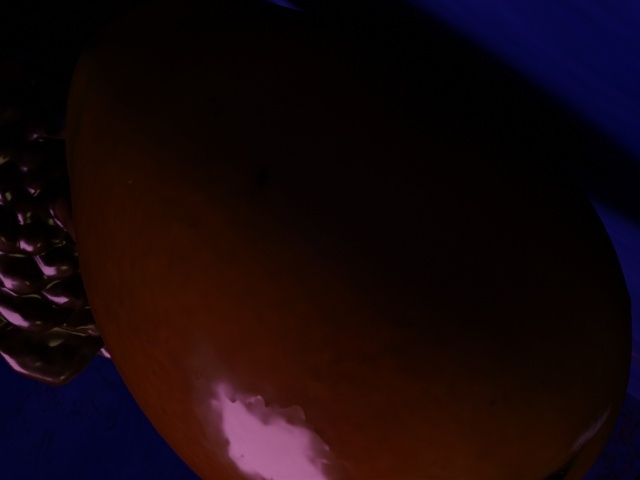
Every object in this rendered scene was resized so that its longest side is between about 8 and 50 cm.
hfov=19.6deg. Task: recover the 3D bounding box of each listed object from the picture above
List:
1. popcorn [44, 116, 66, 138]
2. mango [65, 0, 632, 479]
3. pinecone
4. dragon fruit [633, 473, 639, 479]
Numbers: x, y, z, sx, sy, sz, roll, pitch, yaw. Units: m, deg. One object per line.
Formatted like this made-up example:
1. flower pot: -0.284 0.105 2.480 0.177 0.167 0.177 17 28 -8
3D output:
1. popcorn: -0.004 -0.005 0.788 0.163 0.140 0.194 46 177 40
2. mango: 0.005 0.006 0.579 0.175 0.139 0.254 48 -177 -23
3. pinecone: -0.155 -0.056 0.976 0.244 0.244 0.309 35 -169 -17
4. dragon fruit: 0.198 0.132 0.697 0.161 0.127 0.120 36 -172 -13
